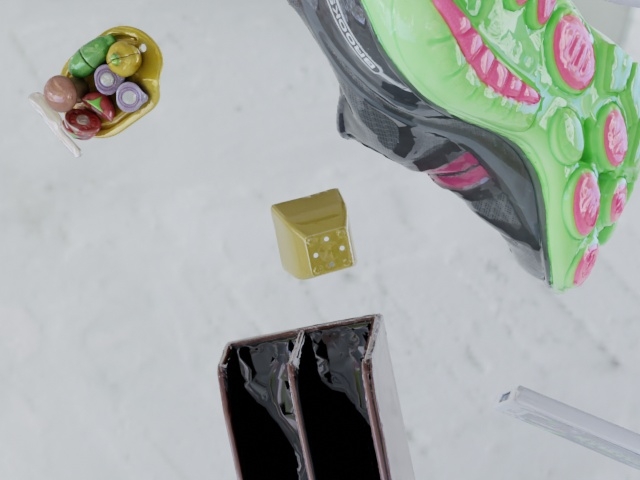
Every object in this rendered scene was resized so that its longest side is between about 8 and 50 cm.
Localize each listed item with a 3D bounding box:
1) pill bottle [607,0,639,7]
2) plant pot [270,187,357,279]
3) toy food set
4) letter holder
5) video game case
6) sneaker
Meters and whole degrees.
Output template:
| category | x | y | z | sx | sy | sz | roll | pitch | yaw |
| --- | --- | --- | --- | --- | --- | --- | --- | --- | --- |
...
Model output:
| category | x | y | z | sx | sy | sz | roll | pitch | yaw |
| --- | --- | --- | --- | --- | --- | --- | --- | --- | --- |
| pill bottle | 0.244 | -0.292 | 1.081 | 0.136 | 0.246 | 0.136 | 11 | 174 | 1 |
| plant pot | 0.000 | 0.000 | 1.736 | 0.081 | 0.081 | 0.083 | -16 | -158 | -11 |
| toy food set | -0.312 | -0.201 | 2.155 | 0.128 | 0.218 | 0.071 | 58 | -155 | 3 |
| letter holder | 0.008 | 0.242 | 1.405 | 0.152 | 0.302 | 0.214 | -11 | -171 | 5 |
| video game case | 0.280 | 0.200 | 1.657 | 0.190 | 0.022 | 0.173 | 22 | 172 | 3 |
| sneaker | 0.128 | -0.117 | 1.271 | 0.202 | 0.483 | 0.185 | 20 | -108 | 36 |
